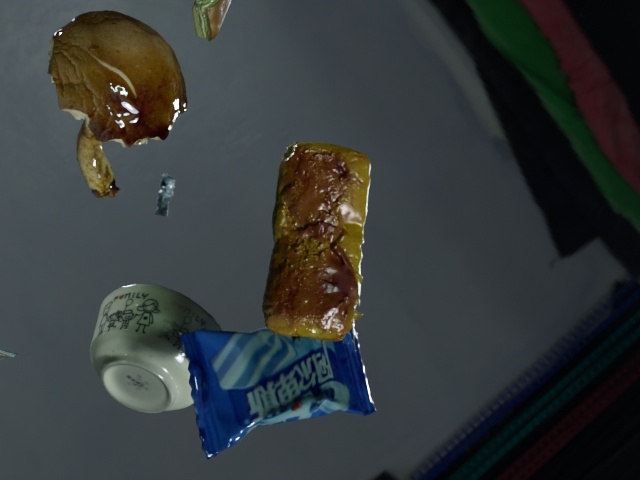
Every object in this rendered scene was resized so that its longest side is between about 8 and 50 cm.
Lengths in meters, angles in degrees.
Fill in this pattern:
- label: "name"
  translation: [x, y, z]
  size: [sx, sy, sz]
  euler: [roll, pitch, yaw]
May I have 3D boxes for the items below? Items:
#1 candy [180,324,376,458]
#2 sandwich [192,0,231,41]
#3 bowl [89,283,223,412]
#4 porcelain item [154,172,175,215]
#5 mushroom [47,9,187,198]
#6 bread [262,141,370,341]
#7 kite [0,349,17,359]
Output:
- label: "candy"
  translation: [-0.055, 0.202, 1.497]
  size: [0.077, 0.331, 0.187]
  euler: [-26, -106, 45]
- label: "sandwich"
  translation: [-0.135, -0.283, 1.224]
  size: [0.031, 0.083, 0.044]
  euler: [32, 21, 20]
- label: "bowl"
  translation: [-0.279, 0.198, 1.658]
  size: [0.237, 0.238, 0.126]
  euler: [51, 37, -26]
- label: "porcelain item"
  translation: [-0.301, -0.089, 1.933]
  size: [0.028, 0.083, 0.036]
  euler: [9, -2, -42]
- label: "mushroom"
  translation: [-0.361, -0.209, 1.607]
  size: [0.233, 0.301, 0.208]
  euler: [41, 18, -6]
- label: "bread"
  translation: [0.000, 0.001, 1.365]
  size: [0.139, 0.270, 0.077]
  euler: [7, -13, 3]
- label: "kite"
  translation: [-0.634, 0.192, 1.536]
  size: [0.314, 0.336, 0.011]
  euler: [82, 1, -56]
